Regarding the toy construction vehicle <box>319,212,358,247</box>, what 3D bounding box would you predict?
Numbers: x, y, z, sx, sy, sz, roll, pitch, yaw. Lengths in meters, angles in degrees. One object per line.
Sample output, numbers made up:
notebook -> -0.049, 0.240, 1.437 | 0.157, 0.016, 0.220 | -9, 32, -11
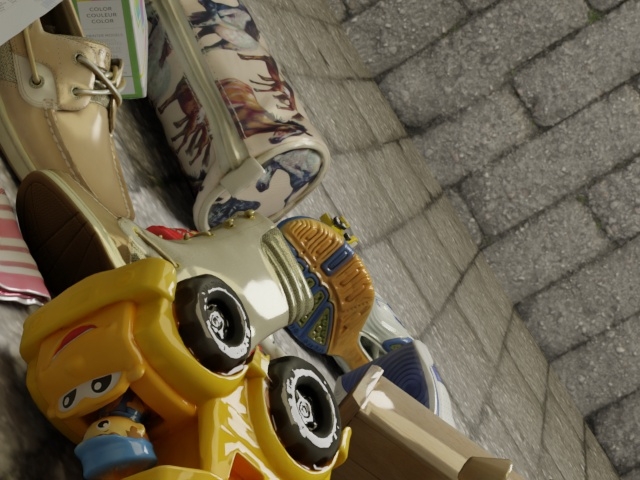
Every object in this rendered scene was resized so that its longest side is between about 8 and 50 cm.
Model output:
toy construction vehicle -> 0.000, 0.000, 1.612 | 0.035, 0.086, 0.098 | 56, 12, 21

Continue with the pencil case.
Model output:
pencil case -> -0.132, -0.197, 1.406 | 0.183, 0.160, 0.410 | 29, 31, -62

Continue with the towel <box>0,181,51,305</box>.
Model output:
towel -> -0.257, -0.050, 0.889 | 0.197, 0.029, 0.144 | 64, 13, 22

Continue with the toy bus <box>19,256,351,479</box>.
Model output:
toy bus -> -0.096, 0.154, 0.822 | 0.220, 0.149, 0.211 | 48, 32, -30

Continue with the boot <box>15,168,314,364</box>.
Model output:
boot -> -0.115, 0.010, 0.996 | 0.213, 0.077, 0.165 | 47, 41, 4

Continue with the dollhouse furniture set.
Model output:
dollhouse furniture set -> 0.004, 0.277, 0.888 | 0.174, 0.303, 0.355 | 36, 42, 3

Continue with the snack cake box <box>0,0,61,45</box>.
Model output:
snack cake box -> -0.225, -0.234, 0.907 | 0.089, 0.264, 0.152 | 63, 14, 24

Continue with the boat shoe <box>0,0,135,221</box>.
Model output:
boat shoe -> -0.216, -0.132, 1.074 | 0.302, 0.098, 0.109 | 63, 14, 21

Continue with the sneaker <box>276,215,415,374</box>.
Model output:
sneaker -> 0.015, 0.075, 1.505 | 0.296, 0.112, 0.131 | 56, -2, -33

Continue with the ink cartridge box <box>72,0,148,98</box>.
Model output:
ink cartridge box -> -0.204, -0.243, 1.222 | 0.209, 0.062, 0.109 | 89, -4, -50

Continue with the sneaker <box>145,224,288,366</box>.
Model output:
sneaker -> -0.098, 0.099, 1.054 | 0.118, 0.107, 0.279 | 21, 32, -39

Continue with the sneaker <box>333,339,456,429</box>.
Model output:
sneaker -> 0.116, 0.280, 1.354 | 0.182, 0.127, 0.315 | 45, 25, -57
